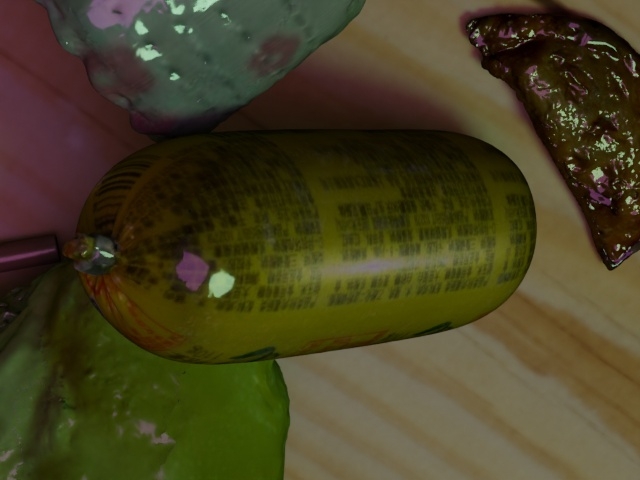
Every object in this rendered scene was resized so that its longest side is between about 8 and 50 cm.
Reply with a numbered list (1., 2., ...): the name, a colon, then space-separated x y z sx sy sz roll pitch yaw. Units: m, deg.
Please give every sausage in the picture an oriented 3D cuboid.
1. sausage: 0.000 0.000 0.986 0.347 0.123 0.123 -5 116 -46

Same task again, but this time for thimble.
1. thimble: -0.088 -0.168 0.950 0.149 0.185 0.211 -36 78 4

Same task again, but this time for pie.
1. pie: 0.171 -0.075 1.095 0.088 0.033 0.191 -34 111 1

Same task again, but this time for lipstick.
1. lipstick: -0.204 0.012 1.080 0.094 0.019 0.019 -10 111 -5

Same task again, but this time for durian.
1. durian: -0.147 0.156 1.047 0.339 0.204 0.256 -34 100 4
